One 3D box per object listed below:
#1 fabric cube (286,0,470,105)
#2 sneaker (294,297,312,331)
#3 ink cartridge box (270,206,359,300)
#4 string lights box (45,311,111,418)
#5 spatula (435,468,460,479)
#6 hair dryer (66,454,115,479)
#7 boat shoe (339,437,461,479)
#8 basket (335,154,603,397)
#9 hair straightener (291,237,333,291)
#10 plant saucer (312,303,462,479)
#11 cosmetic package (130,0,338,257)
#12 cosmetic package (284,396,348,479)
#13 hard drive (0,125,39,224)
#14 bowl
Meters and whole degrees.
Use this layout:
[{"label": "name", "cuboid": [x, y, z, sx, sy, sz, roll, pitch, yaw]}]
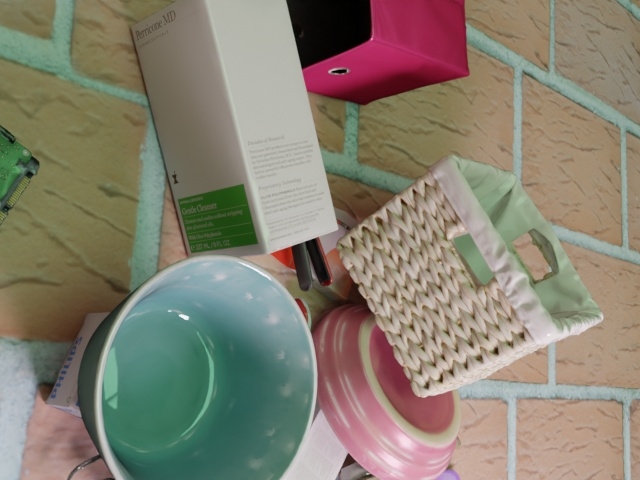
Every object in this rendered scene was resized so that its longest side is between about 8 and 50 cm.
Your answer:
[{"label": "fabric cube", "cuboid": [0.073, -0.394, 1.294, 0.258, 0.254, 0.258, 4, 81, -45]}, {"label": "sneaker", "cuboid": [-0.051, 0.153, 1.251, 0.067, 0.042, 0.118, 6, 83, -47]}, {"label": "ink cartridge box", "cuboid": [0.000, 0.000, 1.320, 0.179, 0.045, 0.145, 40, 58, -36]}, {"label": "string lights box", "cuboid": [-0.227, 0.212, 1.050, 0.260, 0.077, 0.133, 35, 63, -35]}, {"label": "spatula", "cuboid": [0.165, 0.482, 1.428, 0.297, 0.030, 0.084, 10, 77, -42]}, {"label": "hair dryer", "cuboid": [-0.181, 0.388, 1.003, 0.294, 0.080, 0.223, 0, 96, -26]}, {"label": "boat shoe", "cuboid": [0.133, 0.367, 1.367, 0.302, 0.113, 0.103, -5, 69, -50]}, {"label": "basket", "cuboid": [0.256, 0.066, 1.296, 0.331, 0.266, 0.328, 3, 55, -59]}, {"label": "hair straightener", "cuboid": [-0.051, -0.026, 1.252, 0.089, 0.047, 0.230, -15, 90, -32]}, {"label": "plant saucer", "cuboid": [0.128, 0.245, 1.290, 0.332, 0.084, 0.332, 33, 37, -29]}, {"label": "cosmetic package", "cuboid": [-0.125, -0.165, 1.114, 0.155, 0.197, 0.365, -20, 97, -43]}, {"label": "cosmetic package", "cuboid": [-0.008, 0.338, 1.256, 0.099, 0.061, 0.239, 49, 54, -24]}, {"label": "hard drive", "cuboid": [-0.508, -0.099, 0.827, 0.339, 0.064, 0.236, 41, 59, -32]}, {"label": "bowl", "cuboid": [-0.171, 0.177, 0.940, 0.312, 0.163, 0.311, 6, 81, -43]}]
